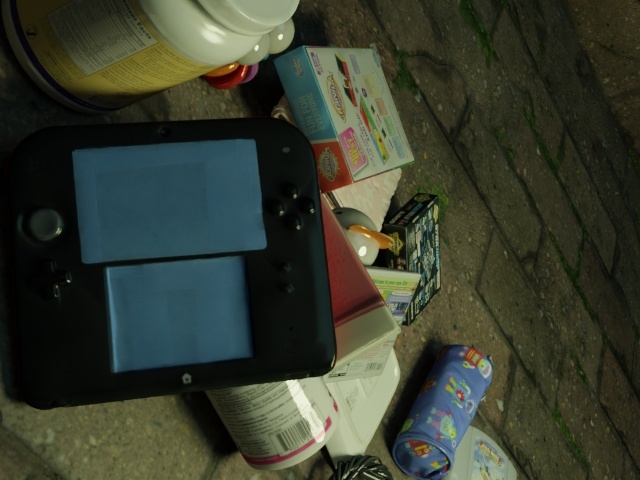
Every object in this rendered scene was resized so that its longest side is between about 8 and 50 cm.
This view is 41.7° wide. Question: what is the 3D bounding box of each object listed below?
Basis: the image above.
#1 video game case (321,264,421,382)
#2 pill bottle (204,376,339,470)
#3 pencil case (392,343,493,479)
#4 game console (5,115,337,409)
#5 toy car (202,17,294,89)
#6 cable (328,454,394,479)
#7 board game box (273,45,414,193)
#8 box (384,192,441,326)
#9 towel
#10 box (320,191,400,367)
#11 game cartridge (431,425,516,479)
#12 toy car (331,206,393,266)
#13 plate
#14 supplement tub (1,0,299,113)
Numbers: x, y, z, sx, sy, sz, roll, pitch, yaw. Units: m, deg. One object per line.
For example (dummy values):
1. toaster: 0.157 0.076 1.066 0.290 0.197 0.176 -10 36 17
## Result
1. video game case: 0.079 0.136 1.369 0.212 0.023 0.193 8 104 -59
2. pill bottle: -0.099 0.174 1.212 0.160 0.160 0.283 -48 117 -50
3. pencil case: 0.249 0.337 1.670 0.133 0.119 0.306 44 43 -5
4. game console: -0.182 0.019 1.050 0.387 0.060 0.342 -5 79 -13
5. toy car: -0.141 -0.315 1.355 0.182 0.159 0.136 -42 147 -52
6. cable: 0.064 0.438 1.427 0.184 0.047 0.150 -4 93 -45
7. board game box: 0.053 -0.226 1.510 0.316 0.064 0.242 -23 94 -62
8. box: 0.188 0.036 1.687 0.175 0.051 0.220 -41 132 -52
9. towel: 0.041 -0.178 1.584 0.317 0.053 0.332 60 29 -21
10. box: 0.003 0.059 1.186 0.232 0.127 0.148 60 2 10
11. game cartridge: 0.335 0.515 1.792 0.297 0.062 0.198 43 51 -37
12. toy car: 0.000 0.000 1.339 0.210 0.238 0.219 31 55 -45
13. plate: 0.066 0.231 1.477 0.278 0.045 0.277 -55 134 -46
14. supplement tub: -0.215 -0.316 1.067 0.241 0.331 0.241 23 61 -49
